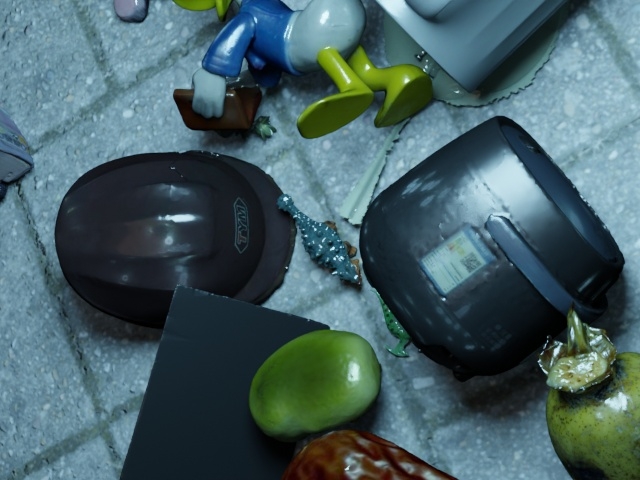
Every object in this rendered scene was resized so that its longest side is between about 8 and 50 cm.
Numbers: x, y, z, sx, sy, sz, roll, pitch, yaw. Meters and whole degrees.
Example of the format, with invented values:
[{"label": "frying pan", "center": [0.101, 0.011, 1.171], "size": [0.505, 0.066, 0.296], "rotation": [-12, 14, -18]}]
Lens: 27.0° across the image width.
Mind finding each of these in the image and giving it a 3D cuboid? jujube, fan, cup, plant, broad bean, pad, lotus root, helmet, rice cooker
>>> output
[{"label": "jujube", "center": [0.090, 0.347, 1.456], "size": [0.318, 0.223, 0.223], "rotation": [41, 100, 32]}, {"label": "fan", "center": [0.137, -0.203, 1.617], "size": [0.233, 0.012, 0.414], "rotation": [35, 94, 26]}, {"label": "cup", "center": [0.197, -0.352, 1.442], "size": [0.327, 0.323, 0.237], "rotation": [-44, 94, 11]}, {"label": "plant", "center": [-0.106, -0.150, 1.703], "size": [0.102, 0.051, 0.051], "rotation": [25, 93, 20]}, {"label": "broad bean", "center": [-0.008, 0.170, 1.557], "size": [0.174, 0.082, 0.124], "rotation": [-27, 58, 21]}, {"label": "pad", "center": [-0.121, 0.220, 1.602], "size": [0.202, 0.005, 0.300], "rotation": [16, 89, -16]}, {"label": "lotus root", "center": [0.304, 0.187, 1.351], "size": [0.154, 0.278, 0.154], "rotation": [-24, 34, 17]}, {"label": "helmet", "center": [-0.200, -0.010, 1.655], "size": [0.305, 0.177, 0.225], "rotation": [-12, 75, 24]}, {"label": "rice cooker", "center": [0.181, 0.015, 1.433], "size": [0.224, 0.267, 0.267], "rotation": [-40, 68, 16]}]

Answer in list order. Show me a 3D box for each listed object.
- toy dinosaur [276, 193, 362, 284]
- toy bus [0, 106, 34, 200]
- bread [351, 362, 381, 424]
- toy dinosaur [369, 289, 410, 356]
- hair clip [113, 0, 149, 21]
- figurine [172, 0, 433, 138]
[{"label": "toy dinosaur", "center": [0.000, 0.000, 1.626], "size": [0.154, 0.055, 0.049], "rotation": [46, 104, 19]}, {"label": "toy bus", "center": [-0.552, -0.080, 1.871], "size": [0.317, 0.112, 0.138], "rotation": [-31, 60, 17]}, {"label": "bread", "center": [0.039, 0.173, 1.591], "size": [0.047, 0.036, 0.083], "rotation": [24, 91, 18]}, {"label": "toy dinosaur", "center": [0.086, 0.100, 1.590], "size": [0.083, 0.021, 0.062], "rotation": [29, 107, 25]}, {"label": "hair clip", "center": [-0.215, -0.410, 1.786], "size": [0.257, 0.075, 0.146], "rotation": [-43, 72, 18]}, {"label": "figurine", "center": [-0.067, -0.251, 1.609], "size": [0.283, 0.204, 0.338], "rotation": [-36, 73, 32]}]
